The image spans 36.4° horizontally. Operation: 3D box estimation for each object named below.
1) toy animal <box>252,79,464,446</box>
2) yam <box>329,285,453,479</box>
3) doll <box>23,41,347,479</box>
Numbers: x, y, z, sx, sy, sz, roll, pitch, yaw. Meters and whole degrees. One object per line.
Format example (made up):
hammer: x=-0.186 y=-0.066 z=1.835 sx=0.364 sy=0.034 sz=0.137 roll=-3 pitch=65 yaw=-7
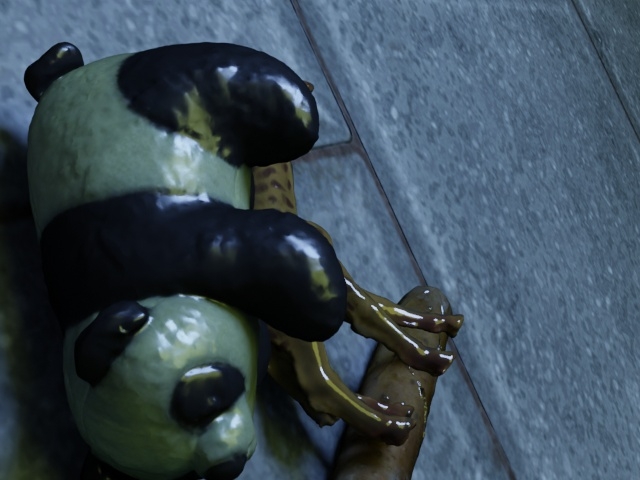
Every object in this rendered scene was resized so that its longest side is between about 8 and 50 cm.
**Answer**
toy animal: x=-0.008 y=0.003 z=0.621 sx=0.149 sy=0.054 sz=0.276 roll=-25 pitch=69 yaw=-27
yam: x=0.048 y=0.115 z=0.638 sx=0.057 sy=0.056 sz=0.241 roll=52 pitch=35 yaw=-17
doll: x=-0.072 y=0.009 z=0.484 sx=0.135 sy=0.143 sz=0.234 roll=-3 pitch=66 yaw=-23
